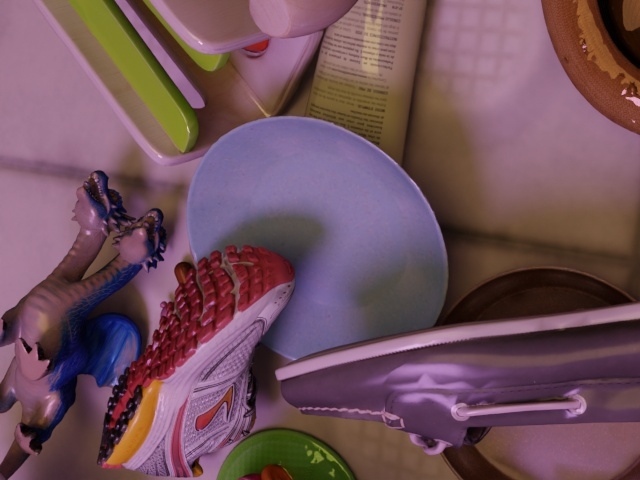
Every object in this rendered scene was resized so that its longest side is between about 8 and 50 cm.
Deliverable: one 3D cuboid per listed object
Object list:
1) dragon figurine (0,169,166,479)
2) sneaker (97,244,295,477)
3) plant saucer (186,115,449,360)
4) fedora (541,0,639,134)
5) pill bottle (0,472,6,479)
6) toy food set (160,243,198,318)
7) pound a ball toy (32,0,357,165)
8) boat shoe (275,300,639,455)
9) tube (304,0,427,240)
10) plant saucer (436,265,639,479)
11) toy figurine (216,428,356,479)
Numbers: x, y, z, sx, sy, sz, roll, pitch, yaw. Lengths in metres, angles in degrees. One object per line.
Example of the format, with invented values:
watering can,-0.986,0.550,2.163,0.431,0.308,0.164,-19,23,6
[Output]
dragon figurine,-0.198,0.088,0.760,0.085,0.144,0.289,29,124,19
sneaker,-0.077,0.091,0.696,0.093,0.088,0.225,22,126,-22
plant saucer,0.000,0.000,0.667,0.195,0.037,0.195,12,121,21
fedora,0.221,-0.153,0.553,0.194,0.079,0.194,4,101,23
pill bottle,-0.217,0.304,0.713,0.152,0.152,0.272,-32,95,23
toy food set,-0.089,0.045,0.743,0.078,0.019,0.122,10,97,24
pound a ball toy,-0.094,-0.208,0.649,0.319,0.136,0.208,51,143,15
boat shoe,0.130,0.088,0.561,0.335,0.112,0.095,-12,83,21
tube,0.032,-0.126,0.661,0.070,0.062,0.240,-140,58,-64
plant saucer,0.150,0.099,0.629,0.168,0.029,0.168,2,95,25
toy figurine,-0.042,0.226,0.655,0.173,0.159,0.130,47,110,15
